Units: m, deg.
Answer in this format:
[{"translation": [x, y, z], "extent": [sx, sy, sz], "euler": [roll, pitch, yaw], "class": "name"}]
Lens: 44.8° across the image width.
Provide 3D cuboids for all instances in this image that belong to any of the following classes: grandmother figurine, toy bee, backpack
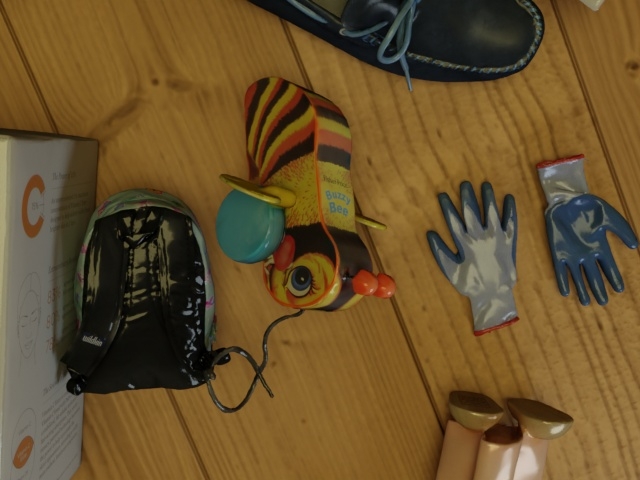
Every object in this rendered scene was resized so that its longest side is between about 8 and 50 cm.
[{"translation": [0.149, 0.330, 0.777], "extent": [0.208, 0.104, 0.342], "euler": [7, 95, 8], "class": "grandmother figurine"}, {"translation": [0.000, 0.000, 0.695], "extent": [0.162, 0.195, 0.298], "euler": [1, 104, 38], "class": "toy bee"}, {"translation": [-0.169, 0.044, 0.728], "extent": [0.152, 0.115, 0.182], "euler": [-4, 107, -19], "class": "backpack"}]

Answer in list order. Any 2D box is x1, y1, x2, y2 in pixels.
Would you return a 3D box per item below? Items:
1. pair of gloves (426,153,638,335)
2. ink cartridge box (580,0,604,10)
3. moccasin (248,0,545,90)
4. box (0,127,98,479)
[{"translation": [0.211, 0.003, 0.771], "extent": [0.198, 0.023, 0.159], "euler": [-17, 99, 3], "class": "pair of gloves"}, {"translation": [0.219, -0.389, 0.641], "extent": [0.261, 0.066, 0.296], "euler": [37, 115, 3], "class": "ink cartridge box"}, {"translation": [0.037, -0.220, 0.694], "extent": [0.342, 0.117, 0.137], "euler": [14, 97, -2], "class": "moccasin"}, {"translation": [-0.316, 0.073, 0.684], "extent": [0.168, 0.215, 0.345], "euler": [6, 97, 0], "class": "box"}]
